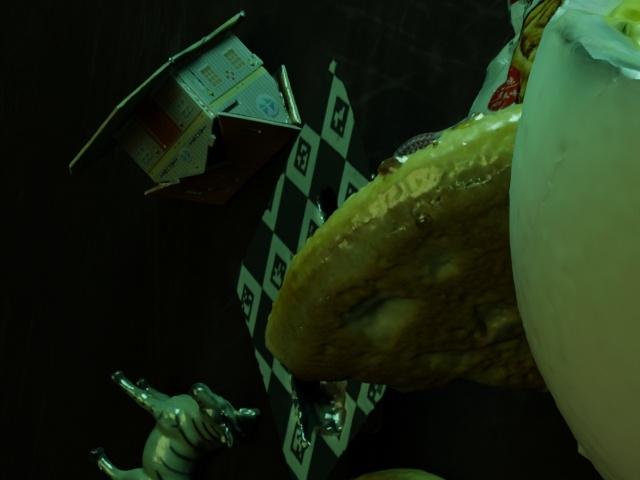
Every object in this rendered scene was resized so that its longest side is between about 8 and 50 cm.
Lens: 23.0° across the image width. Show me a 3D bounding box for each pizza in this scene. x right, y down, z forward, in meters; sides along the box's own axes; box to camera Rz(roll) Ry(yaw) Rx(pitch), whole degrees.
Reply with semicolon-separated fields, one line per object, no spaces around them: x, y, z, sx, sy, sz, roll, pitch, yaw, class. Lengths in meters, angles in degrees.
0.152;0.001;1.102;0.409;0.278;0.114;-30;48;23;pizza

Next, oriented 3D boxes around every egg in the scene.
0.277;0.043;0.852;0.354;0.354;0.340;29;125;51;egg

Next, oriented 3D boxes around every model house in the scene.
-0.127;-0.098;1.586;0.136;0.207;0.219;46;132;0;model house

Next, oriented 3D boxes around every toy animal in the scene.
-0.153;0.219;1.643;0.176;0.073;0.217;32;118;34;toy animal

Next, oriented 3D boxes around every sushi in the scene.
0.020;0.046;1.389;0.294;0.059;0.292;118;144;-44;sushi

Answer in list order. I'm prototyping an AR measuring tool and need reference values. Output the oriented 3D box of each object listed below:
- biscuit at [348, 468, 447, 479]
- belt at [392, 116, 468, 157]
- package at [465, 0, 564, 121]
0.041;0.331;1.350;0.213;0.091;0.274;2;91;52;biscuit
0.140;-0.084;1.284;0.232;0.053;0.071;-36;53;47;belt
0.171;-0.162;1.178;0.154;0.030;0.239;-38;23;46;package
